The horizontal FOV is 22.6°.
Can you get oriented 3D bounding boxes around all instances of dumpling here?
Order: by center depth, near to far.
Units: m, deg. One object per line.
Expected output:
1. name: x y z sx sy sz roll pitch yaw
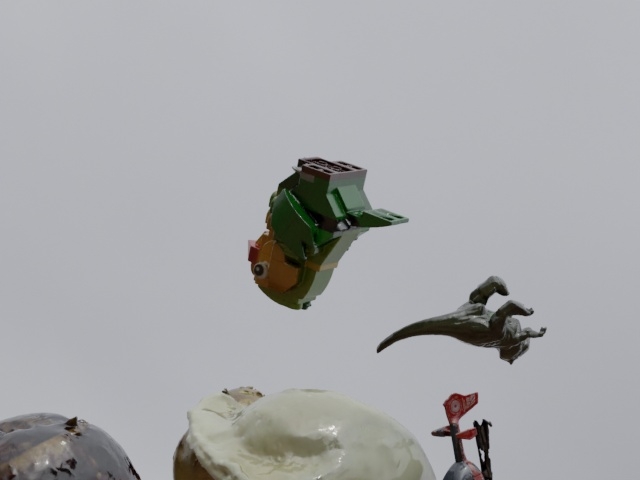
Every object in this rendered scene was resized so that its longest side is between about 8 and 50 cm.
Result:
1. dumpling: -0.007 0.178 1.318 0.179 0.131 0.252 21 10 38

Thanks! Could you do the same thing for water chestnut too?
1. water chestnut: -0.353 0.359 1.996 0.300 0.300 0.300 17 -31 11

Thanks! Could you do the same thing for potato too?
1. potato: -0.144 0.339 2.436 0.140 0.173 0.300 38 -38 21

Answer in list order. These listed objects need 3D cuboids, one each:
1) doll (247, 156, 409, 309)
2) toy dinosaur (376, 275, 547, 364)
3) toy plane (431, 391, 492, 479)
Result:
1. doll: -0.006 -0.006 1.782 0.134 0.106 0.186 49 -60 17
2. toy dinosaur: 0.196 0.138 2.054 0.187 0.179 0.087 38 11 -36
3. toy plane: 0.118 0.195 1.298 0.037 0.060 0.145 -3 -82 59
